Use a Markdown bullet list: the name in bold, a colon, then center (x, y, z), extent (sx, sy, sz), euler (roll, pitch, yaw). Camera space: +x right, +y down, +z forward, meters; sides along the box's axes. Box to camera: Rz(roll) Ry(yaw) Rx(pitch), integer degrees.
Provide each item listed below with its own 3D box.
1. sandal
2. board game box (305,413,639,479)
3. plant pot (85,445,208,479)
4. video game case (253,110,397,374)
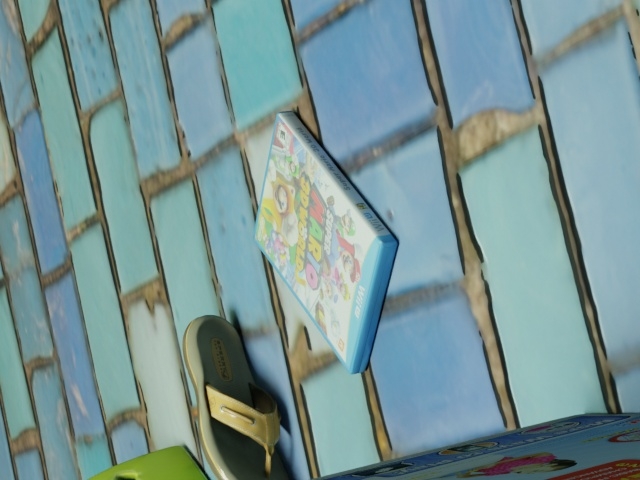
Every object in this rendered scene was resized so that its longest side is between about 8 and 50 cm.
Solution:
- **sandal**: center (-0.060, 0.132, 1.476), extent (0.049, 0.072, 0.180), euler (-38, 58, 36)
- **board game box**: center (0.094, 0.155, 0.911), extent (0.302, 0.308, 0.086), euler (-9, 91, 63)
- **plant pot**: center (-0.175, 0.340, 1.595), extent (0.228, 0.207, 0.227), euler (48, 137, 45)
- **video game case**: center (0.000, 0.000, 1.363), extent (0.166, 0.015, 0.119), euler (53, 141, 42)
